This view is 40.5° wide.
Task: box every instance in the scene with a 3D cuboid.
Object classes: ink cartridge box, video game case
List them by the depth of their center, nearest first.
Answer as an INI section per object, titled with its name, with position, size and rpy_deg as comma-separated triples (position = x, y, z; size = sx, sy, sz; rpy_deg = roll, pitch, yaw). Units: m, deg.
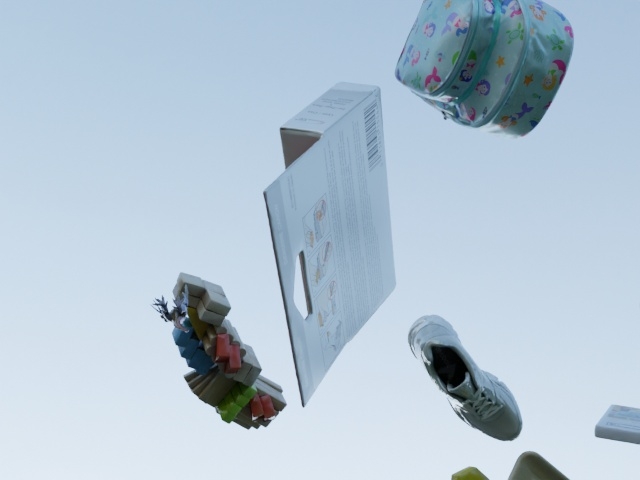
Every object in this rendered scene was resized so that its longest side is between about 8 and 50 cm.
[ink cartridge box]
position = 0.000, 0.000, 1.023
size = 0.066, 0.261, 0.296
rpy_deg = 12, -53, 28
[video game case]
position = 0.620, 0.339, 1.546
size = 0.227, 0.206, 0.026
rpy_deg = 5, -87, 26

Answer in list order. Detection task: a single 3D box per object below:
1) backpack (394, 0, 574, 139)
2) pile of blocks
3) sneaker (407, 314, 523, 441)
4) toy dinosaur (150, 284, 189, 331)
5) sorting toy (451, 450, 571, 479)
[backpack]
position = 0.246, -0.276, 1.304
size = 0.191, 0.253, 0.225
rpy_deg = 9, -65, -33
[pile of blocks]
position = -0.180, 0.229, 1.564
size = 0.149, 0.112, 0.362
rpy_deg = -29, -61, -5
[sneaker]
position = 0.240, 0.245, 1.422
size = 0.099, 0.121, 0.262
rpy_deg = -42, -80, 9
[toy dinosaur]
position = -0.183, 0.095, 1.070
size = 0.047, 0.090, 0.082
rpy_deg = -10, -33, -5
[sorting toy]
position = 0.309, 0.452, 1.360
size = 0.307, 0.229, 0.041
rpy_deg = 40, -22, -13
